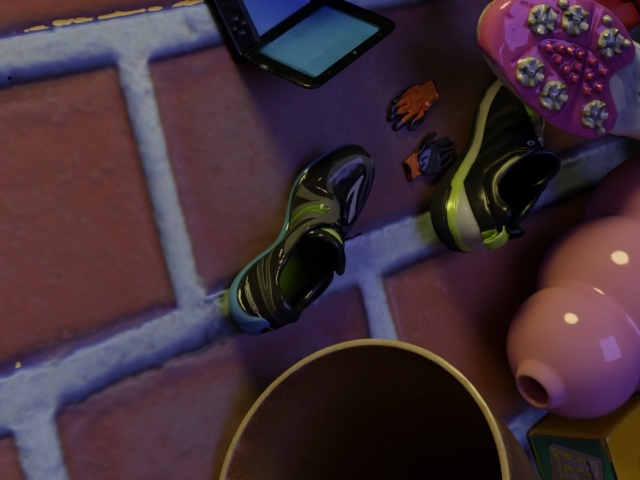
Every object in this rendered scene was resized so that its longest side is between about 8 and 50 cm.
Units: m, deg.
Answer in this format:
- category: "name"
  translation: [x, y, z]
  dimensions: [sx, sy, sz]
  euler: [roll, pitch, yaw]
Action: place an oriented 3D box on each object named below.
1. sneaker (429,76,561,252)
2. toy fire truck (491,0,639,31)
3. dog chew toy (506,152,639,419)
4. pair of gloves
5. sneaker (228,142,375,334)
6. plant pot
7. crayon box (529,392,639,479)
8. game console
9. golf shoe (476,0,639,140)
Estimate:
- category: "sneaker"
  translation: [0.187, -0.074, 1.163]
  dimensions: [0.084, 0.097, 0.235]
  euler: [53, 51, -34]
- category: "toy fire truck"
  translation: [0.229, -0.276, 1.217]
  dimensions: [0.246, 0.158, 0.217]
  euler: [-42, 111, -16]
- category: "dog chew toy"
  translation: [0.304, 0.050, 1.216]
  dimensions: [0.332, 0.206, 0.207]
  euler: [-38, 113, -30]
- category: "pair of gloves"
  translation: [0.094, -0.100, 1.144]
  dimensions: [0.074, 0.010, 0.083]
  euler: [-33, 110, -41]
- category: "sneaker"
  translation: [0.000, 0.000, 0.997]
  dimensions: [0.067, 0.078, 0.188]
  euler: [52, 54, -28]
- category: "plant pot"
  translation: [0.084, 0.224, 0.985]
  dimensions: [0.254, 0.237, 0.237]
  euler: [33, 64, -54]
- category: "crayon box"
  translation: [0.393, 0.290, 1.333]
  dimensions: [0.313, 0.106, 0.363]
  euler: [-32, 107, -41]
- category: "game console"
  translation: [-0.015, -0.188, 1.003]
  dimensions: [0.122, 0.071, 0.107]
  euler: [-42, 115, -38]
- category: "golf shoe"
  translation: [0.245, -0.152, 1.163]
  dimensions: [0.306, 0.140, 0.115]
  euler: [18, 97, -34]
